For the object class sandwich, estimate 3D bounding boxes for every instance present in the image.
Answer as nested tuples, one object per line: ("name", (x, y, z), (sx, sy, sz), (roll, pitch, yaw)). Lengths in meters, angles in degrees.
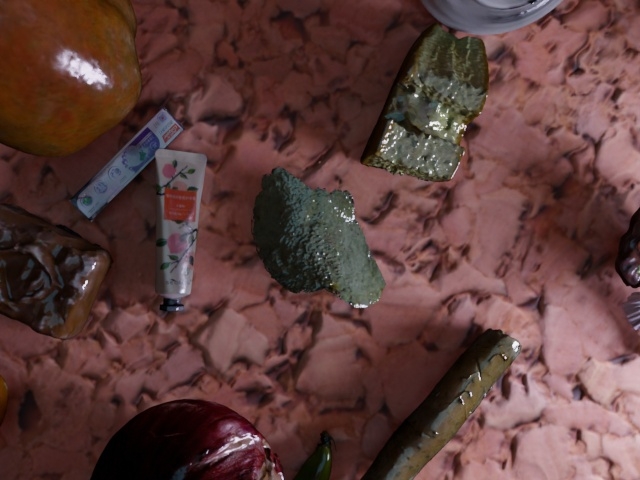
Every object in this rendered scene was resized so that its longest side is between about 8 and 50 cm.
("sandwich", (0.155, -0.200, 0.845), (0.122, 0.128, 0.236), (21, 90, -7))

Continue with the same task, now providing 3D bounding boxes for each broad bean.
("broad bean", (-0.054, 0.393, 0.877), (0.065, 0.046, 0.254), (41, 89, 8))

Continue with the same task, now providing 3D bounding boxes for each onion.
("onion", (-0.185, 0.368, 0.776), (0.313, 0.232, 0.314), (-1, 87, 28))

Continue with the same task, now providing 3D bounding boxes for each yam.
("yam", (0.167, 0.255, 0.864), (0.317, 0.071, 0.067), (-49, 45, -2))

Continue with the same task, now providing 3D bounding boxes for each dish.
("dish", (0.247, -0.387, 0.793), (0.260, 0.085, 0.260), (0, 127, 0))

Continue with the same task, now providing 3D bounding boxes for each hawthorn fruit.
("hawthorn fruit", (-0.383, -0.250, 0.764), (0.267, 0.300, 0.268), (-2, 84, 25))

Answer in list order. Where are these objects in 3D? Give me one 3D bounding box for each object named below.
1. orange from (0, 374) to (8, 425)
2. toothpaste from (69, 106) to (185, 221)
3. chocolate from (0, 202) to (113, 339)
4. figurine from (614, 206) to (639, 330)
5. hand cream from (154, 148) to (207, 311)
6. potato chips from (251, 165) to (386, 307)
("orange", (-0.524, 0.229, 0.849), (0.156, 0.124, 0.156), (-2, 102, -11))
("toothpaste", (-0.283, -0.111, 0.891), (0.196, 0.040, 0.047), (-45, 93, 0))
("chocolate", (-0.423, 0.040, 0.865), (0.214, 0.093, 0.149), (23, 88, 1))
("figurine", (0.491, 0.060, 0.840), (0.174, 0.116, 0.240), (-6, 95, 3))
("hand cream", (-0.209, -0.014, 0.882), (0.080, 0.050, 0.234), (3, 89, -34))
("potato chips", (0.000, 0.003, 0.877), (0.228, 0.059, 0.167), (21, 80, 1))
